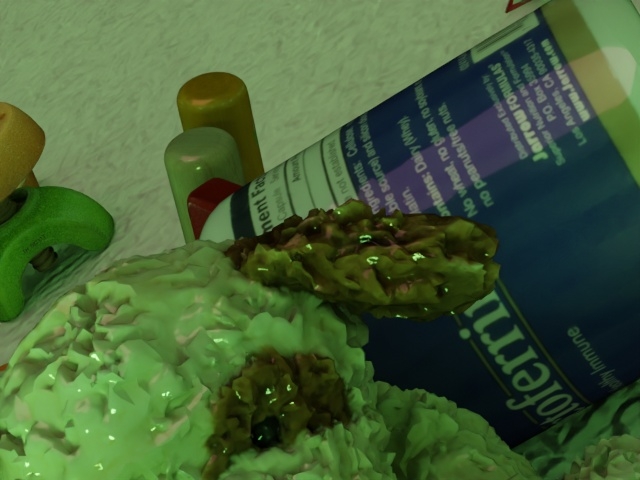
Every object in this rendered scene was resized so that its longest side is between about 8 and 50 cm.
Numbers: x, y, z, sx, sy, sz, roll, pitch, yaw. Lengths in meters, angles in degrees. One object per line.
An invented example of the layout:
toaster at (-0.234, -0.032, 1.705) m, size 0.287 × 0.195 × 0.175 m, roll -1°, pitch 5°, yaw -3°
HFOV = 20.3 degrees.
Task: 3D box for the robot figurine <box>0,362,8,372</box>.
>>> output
robot figurine at (-0.201, 0.138, 0.877) m, size 0.158 × 0.128 × 0.219 m, roll -11°, pitch 25°, yaw -9°

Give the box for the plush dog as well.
plush dog at (-0.016, 0.098, 0.609) m, size 0.262 × 0.225 × 0.210 m, roll -37°, pitch 27°, yaw -7°

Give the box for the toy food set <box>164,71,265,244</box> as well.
toy food set at (0.000, 0.000, 0.926) m, size 0.232 × 0.104 × 0.111 m, roll 19°, pitch 45°, yaw 37°

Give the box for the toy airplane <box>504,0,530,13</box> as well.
toy airplane at (0.168, -0.180, 1.045) m, size 0.151 × 0.028 × 0.151 m, roll -27°, pitch 31°, yaw 17°

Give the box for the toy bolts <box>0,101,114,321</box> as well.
toy bolts at (-0.286, -0.016, 1.170) m, size 0.228 × 0.158 × 0.218 m, roll -40°, pitch 28°, yaw -7°

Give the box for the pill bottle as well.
pill bottle at (0.044, 0.020, 0.749) m, size 0.265 × 0.153 × 0.153 m, roll -31°, pitch 28°, yaw 12°
